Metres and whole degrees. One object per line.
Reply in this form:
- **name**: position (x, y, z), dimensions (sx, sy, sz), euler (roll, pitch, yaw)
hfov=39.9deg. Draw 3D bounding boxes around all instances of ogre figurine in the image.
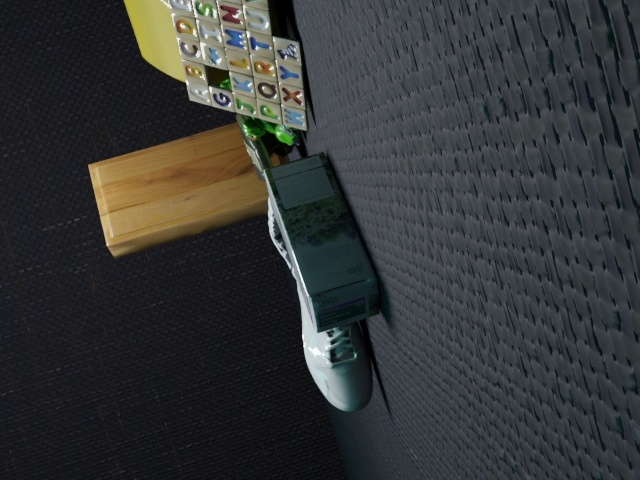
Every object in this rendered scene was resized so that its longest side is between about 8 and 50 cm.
- **ogre figurine**: position (-0.089, -0.221, 1.436), dimensions (0.197, 0.097, 0.118), euler (21, 160, 21)

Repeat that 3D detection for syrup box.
- **syrup box**: position (0.000, 0.000, 1.214), dimensions (0.096, 0.093, 0.237), euler (81, 170, -54)

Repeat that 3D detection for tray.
- **tray**: position (-0.269, -0.121, 1.886), dimensions (0.076, 0.410, 0.203), euler (87, 165, -66)

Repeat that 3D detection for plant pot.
- **plant pot**: position (-0.170, -0.357, 1.344), dimensions (0.187, 0.212, 0.212), euler (52, 162, 40)

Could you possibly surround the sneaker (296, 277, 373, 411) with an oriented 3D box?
- **sneaker**: position (0.016, 0.135, 1.401), dimensions (0.169, 0.108, 0.293), euler (98, 156, -84)

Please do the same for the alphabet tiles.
- **alphabet tiles**: position (-0.114, -0.263, 1.219), dimensions (0.237, 0.198, 0.009), euler (85, -152, -50)

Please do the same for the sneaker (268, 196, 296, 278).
- **sneaker**: position (-0.064, -0.042, 1.720), dimensions (0.153, 0.094, 0.235), euler (52, 170, 51)

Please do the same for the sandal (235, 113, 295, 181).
- **sandal**: position (-0.090, -0.203, 1.616), dimensions (0.303, 0.086, 0.120), euler (-82, -26, -66)
